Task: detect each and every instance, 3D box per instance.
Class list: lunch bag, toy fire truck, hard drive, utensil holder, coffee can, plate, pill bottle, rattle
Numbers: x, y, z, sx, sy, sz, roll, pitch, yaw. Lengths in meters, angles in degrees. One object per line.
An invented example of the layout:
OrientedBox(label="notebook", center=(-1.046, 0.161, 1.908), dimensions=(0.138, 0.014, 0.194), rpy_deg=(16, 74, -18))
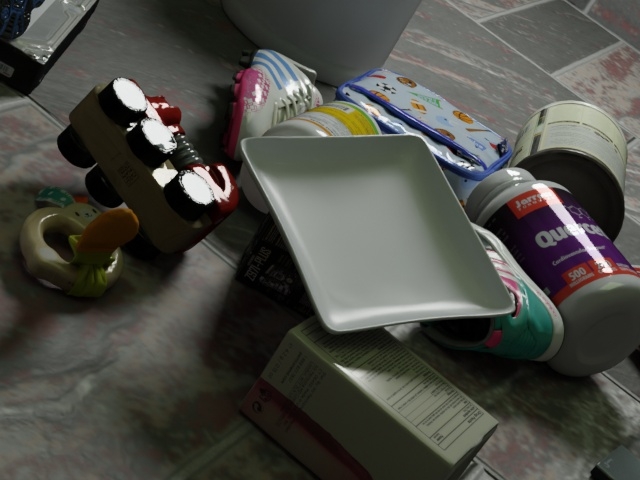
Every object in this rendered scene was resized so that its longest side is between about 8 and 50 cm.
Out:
OrientedBox(label="lunch bag", center=(0.161, -0.158, 2.276), dimensions=(0.303, 0.115, 0.243), rpy_deg=(32, 25, 13))
OrientedBox(label="toy fire truck", center=(-0.193, -0.094, 1.790), dimensions=(0.217, 0.158, 0.246), rpy_deg=(54, 31, 8))
OrientedBox(label="hard drive", center=(-0.461, -0.345, 2.007), dimensions=(0.237, 0.064, 0.339), rpy_deg=(29, 26, -7))
OrientedBox(label="utensil holder", center=(0.054, -0.518, 2.491), dimensions=(0.328, 0.385, 0.327), rpy_deg=(25, 26, -14))
OrientedBox(label="coffee can", center=(0.414, -0.102, 2.367), dimensions=(0.201, 0.201, 0.275), rpy_deg=(32, 26, -1))
OrientedBox(label="plate", center=(0.060, -0.007, 1.643), dimensions=(0.277, 0.045, 0.278), rpy_deg=(-5, 56, -35))
OrientedBox(label="hard drive", center=(0.424, 0.331, 1.838), dimensions=(0.135, 0.022, 0.094), rpy_deg=(42, 28, 19))
OrientedBox(label="pill bottle", center=(-0.014, -0.112, 2.001), dimensions=(0.136, 0.136, 0.246), rpy_deg=(37, 27, 11))
OrientedBox(label="rattle", center=(-0.270, -0.040, 1.611), dimensions=(0.130, 0.142, 0.199), rpy_deg=(12, 35, -7))
OrientedBox(label="pill bottle", center=(0.341, 0.036, 2.076), dimensions=(0.181, 0.181, 0.323), rpy_deg=(10, 34, -37))

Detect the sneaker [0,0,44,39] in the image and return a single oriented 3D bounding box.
OrientedBox(label="sneaker", center=(-0.426, -0.326, 1.877), dimensions=(0.081, 0.080, 0.211), rpy_deg=(10, 27, 3))

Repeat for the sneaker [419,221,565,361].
OrientedBox(label="sneaker", center=(0.187, 0.060, 1.951), dimensions=(0.178, 0.123, 0.295), rpy_deg=(8, 28, -43))

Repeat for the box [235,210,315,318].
OrientedBox(label="box", center=(0.000, 0.000, 1.774), dimensions=(0.147, 0.180, 0.077), rpy_deg=(28, 28, -7))

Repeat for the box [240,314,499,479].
OrientedBox(label="box", center=(0.055, 0.195, 1.560), dimensions=(0.232, 0.127, 0.149), rpy_deg=(39, 27, 14))

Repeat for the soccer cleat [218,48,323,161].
OrientedBox(label="soccer cleat", center=(-0.067, -0.207, 2.113), dimensions=(0.143, 0.116, 0.331), rpy_deg=(13, 27, -3))

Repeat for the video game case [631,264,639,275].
OrientedBox(label="video game case", center=(0.597, 0.141, 2.346), dimensions=(0.204, 0.025, 0.285), rpy_deg=(5, 37, -42))

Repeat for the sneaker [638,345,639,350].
OrientedBox(label="sneaker", center=(0.536, 0.192, 2.082), dimensions=(0.180, 0.124, 0.321), rpy_deg=(5, 37, -44))
